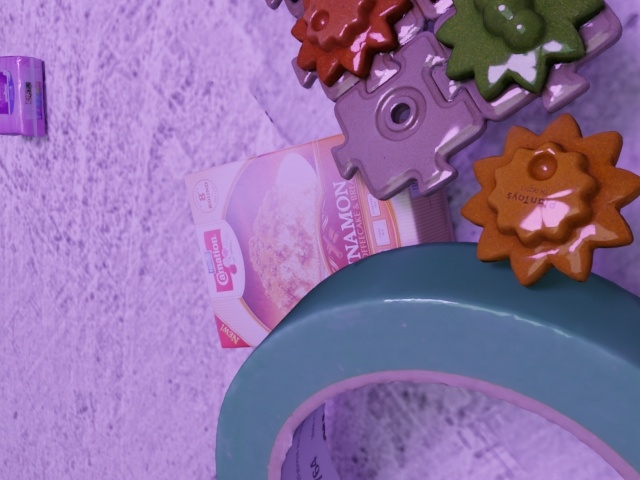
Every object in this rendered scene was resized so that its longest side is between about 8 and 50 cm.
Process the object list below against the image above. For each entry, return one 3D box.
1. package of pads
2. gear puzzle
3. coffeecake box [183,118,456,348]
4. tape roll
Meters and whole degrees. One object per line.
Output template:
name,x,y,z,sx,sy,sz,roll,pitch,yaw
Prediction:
package of pads,-0.317,-0.150,0.662,0.050,0.032,0.083,7,102,29
gear puzzle,0.056,-0.121,0.360,0.175,0.044,0.339,-35,61,25
coffeecake box,0.000,0.000,0.469,0.186,0.068,0.142,-9,95,33
tape roll,0.090,0.162,0.389,0.321,0.077,0.321,10,117,21
